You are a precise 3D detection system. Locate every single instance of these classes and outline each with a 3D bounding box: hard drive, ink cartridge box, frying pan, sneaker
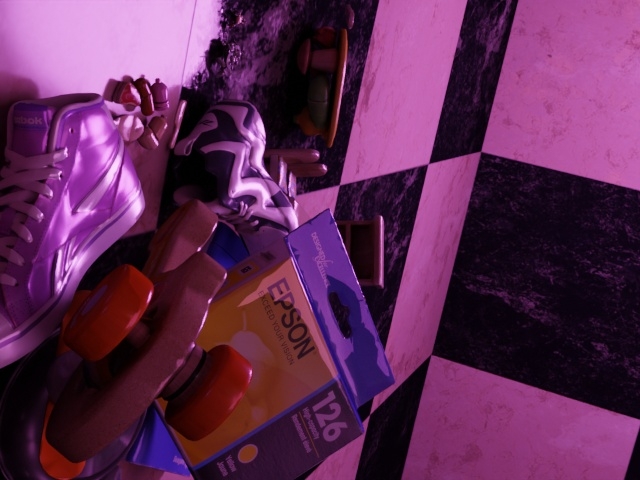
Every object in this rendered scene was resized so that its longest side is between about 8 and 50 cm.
[{"bbox_3d":[-0.167,0.151,1.323,0.210,0.040,0.319,55,53,-68],"label":"hard drive"},{"bbox_3d":[-0.056,0.163,1.234,0.307,0.072,0.304,-30,121,-13],"label":"ink cartridge box"},{"bbox_3d":[-0.284,0.225,1.000,0.326,0.053,0.197,-54,141,-27],"label":"frying pan"},{"bbox_3d":[-0.114,-0.039,1.192,0.153,0.094,0.235,-42,130,-45],"label":"sneaker"},{"bbox_3d":[-0.257,-0.026,0.832,0.282,0.102,0.161,-64,154,-47],"label":"sneaker"}]

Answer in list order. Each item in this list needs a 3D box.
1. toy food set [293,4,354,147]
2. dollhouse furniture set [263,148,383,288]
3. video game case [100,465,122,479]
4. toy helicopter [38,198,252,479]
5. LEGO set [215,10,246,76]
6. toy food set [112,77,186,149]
[{"bbox_3d":[-0.003,-0.246,1.451,0.128,0.071,0.218,-92,-170,-62],"label":"toy food set"},{"bbox_3d":[0.000,0.000,1.408,0.242,0.160,0.212,50,40,-76],"label":"dollhouse furniture set"},{"bbox_3d":[-0.288,0.468,1.099,0.300,0.036,0.329,-78,177,-70],"label":"video game case"},{"bbox_3d":[-0.172,0.077,0.941,0.235,0.140,0.355,-41,-161,26],"label":"toy helicopter"},{"bbox_3d":[-0.105,-0.238,1.201,0.054,0.023,0.083,-14,119,-70],"label":"LEGO set"},{"bbox_3d":[-0.189,-0.139,1.046,0.122,0.019,0.078,18,88,-65],"label":"toy food set"}]
